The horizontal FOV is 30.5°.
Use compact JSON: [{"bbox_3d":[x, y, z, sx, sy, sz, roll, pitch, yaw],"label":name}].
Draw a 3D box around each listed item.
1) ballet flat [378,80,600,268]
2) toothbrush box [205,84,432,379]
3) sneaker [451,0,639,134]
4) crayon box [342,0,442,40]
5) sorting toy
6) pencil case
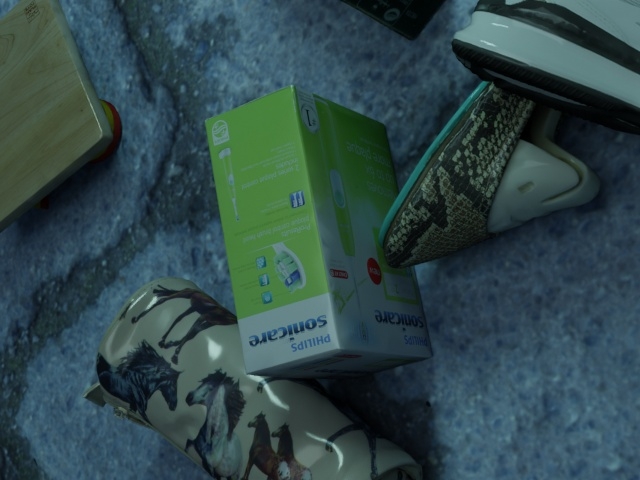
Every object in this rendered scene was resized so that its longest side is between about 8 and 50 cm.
[{"bbox_3d":[0.239,-0.152,1.183,0.182,0.164,0.483,31,96,21],"label":"ballet flat"},{"bbox_3d":[0.000,0.000,1.272,0.122,0.206,0.283,-17,74,29],"label":"toothbrush box"},{"bbox_3d":[0.366,-0.198,1.032,0.447,0.169,0.257,23,91,5],"label":"sneaker"},{"bbox_3d":[-0.021,-0.367,1.340,0.318,0.202,0.081,46,107,29],"label":"crayon box"},{"bbox_3d":[-0.397,-0.166,1.611,0.257,0.089,0.255,-34,67,23],"label":"sorting toy"},{"bbox_3d":[-0.076,0.215,1.315,0.410,0.160,0.183,35,93,30],"label":"pencil case"}]
